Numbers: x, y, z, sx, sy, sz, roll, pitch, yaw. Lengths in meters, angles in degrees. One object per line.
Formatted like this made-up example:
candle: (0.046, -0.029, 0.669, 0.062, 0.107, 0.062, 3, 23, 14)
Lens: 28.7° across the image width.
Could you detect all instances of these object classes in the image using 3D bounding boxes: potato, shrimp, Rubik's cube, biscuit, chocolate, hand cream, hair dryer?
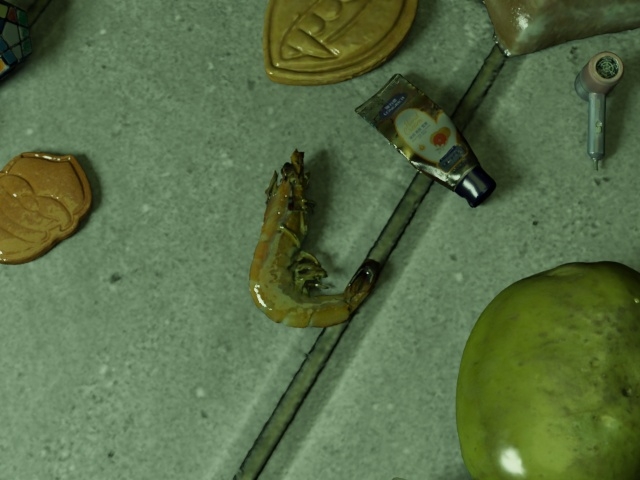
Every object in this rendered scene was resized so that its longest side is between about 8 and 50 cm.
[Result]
potato: (0.215, 0.131, 1.080, 0.197, 0.148, 0.228, -8, 65, 10)
shrimp: (0.000, -0.001, 1.196, 0.124, 0.034, 0.178, 12, 68, 1)
Rubik's cube: (-0.342, -0.200, 1.244, 0.111, 0.093, 0.111, 0, 69, 0)
biscuit: (0.025, -0.239, 1.302, 0.142, 0.029, 0.220, 39, 71, 14)
biscuit: (-0.282, -0.034, 1.212, 0.102, 0.019, 0.130, 43, 72, 15)
chocolate: (0.290, -0.298, 1.304, 0.261, 0.083, 0.161, -17, 70, -9)
hand cream: (0.107, -0.098, 1.240, 0.062, 0.039, 0.163, -44, 71, -1)
hair dryer: (0.277, -0.125, 1.247, 0.037, 0.063, 0.114, 3, 81, -1)

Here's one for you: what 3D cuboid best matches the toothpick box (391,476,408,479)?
toothpick box: (0.042, 0.297, 1.025, 0.111, 0.111, 0.180, 39, 70, 14)
